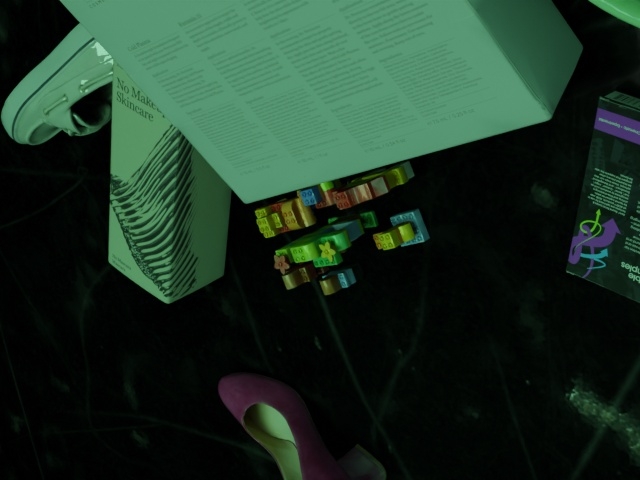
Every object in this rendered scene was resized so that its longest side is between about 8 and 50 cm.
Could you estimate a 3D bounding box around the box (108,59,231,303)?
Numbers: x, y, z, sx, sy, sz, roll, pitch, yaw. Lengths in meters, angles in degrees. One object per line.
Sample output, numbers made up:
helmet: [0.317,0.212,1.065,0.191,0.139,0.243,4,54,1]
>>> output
box: [-0.161,-0.078,1.222,0.113,0.094,0.275,30,130,31]

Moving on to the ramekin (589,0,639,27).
ramekin: [0.264,-0.282,0.668,0.303,0.148,0.303,21,124,35]

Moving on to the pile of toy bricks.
pile of toy bricks: [0.000,0.000,1.101,0.212,0.105,0.118,-13,102,47]

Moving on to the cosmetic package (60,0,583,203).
cosmetic package: [-0.017,-0.189,0.948,0.377,0.097,0.284,-12,130,46]

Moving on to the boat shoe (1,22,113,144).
boat shoe: [-0.277,-0.164,1.295,0.267,0.096,0.088,-33,82,39]

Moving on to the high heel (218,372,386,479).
high heel: [-0.051,0.236,1.265,0.244,0.117,0.082,34,131,26]

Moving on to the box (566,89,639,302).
box: [0.262,-0.026,0.893,0.116,0.029,0.162,27,126,33]
